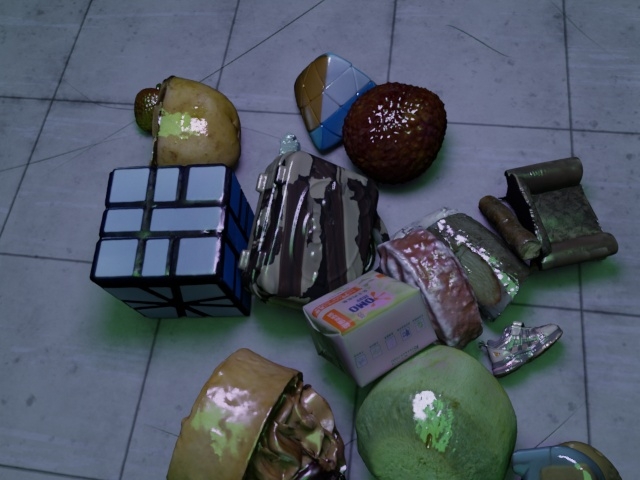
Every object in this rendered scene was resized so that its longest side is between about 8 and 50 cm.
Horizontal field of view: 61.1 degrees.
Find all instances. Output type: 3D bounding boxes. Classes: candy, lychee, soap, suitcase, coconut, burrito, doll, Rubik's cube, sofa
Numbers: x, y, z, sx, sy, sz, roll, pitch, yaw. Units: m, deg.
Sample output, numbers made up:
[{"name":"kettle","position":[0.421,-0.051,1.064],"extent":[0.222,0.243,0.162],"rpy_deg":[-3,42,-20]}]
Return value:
[{"name":"candy","position":[0.241,0.112,1.186],"extent":[0.157,0.214,0.290],"rpy_deg":[-29,92,-9]},{"name":"lychee","position":[-0.469,-0.376,1.525],"extent":[0.114,0.114,0.147],"rpy_deg":[18,83,12]},{"name":"lychee","position":[0.186,-0.271,1.356],"extent":[0.260,0.261,0.261],"rpy_deg":[-2,67,4]},{"name":"soap","position":[0.096,0.170,1.093],"extent":[0.199,0.182,0.139],"rpy_deg":[-26,110,-20]},{"name":"suitcase","position":[0.000,0.000,1.251],"extent":[0.339,0.194,0.352],"rpy_deg":[17,78,-27]},{"name":"coconut","position":[0.229,0.361,1.066],"extent":[0.328,0.328,0.282],"rpy_deg":[7,110,8]},{"name":"burrito","position":[0.252,-0.027,1.338],"extent":[0.203,0.064,0.064],"rpy_deg":[-26,67,-5]},{"name":"doll","position":[0.471,0.466,1.009],"extent":[0.161,0.260,0.177],"rpy_deg":[-19,61,29]},{"name":"Rubik's cube","position":[-0.319,0.012,1.253],"extent":[0.293,0.288,0.284],"rpy_deg":[-5,67,6]},{"name":"Rubik's cube","position":[0.061,-0.408,1.435],"extent":[0.254,0.254,0.255],"rpy_deg":[-2,67,4]},{"name":"sofa","position":[0.555,-0.062,1.260],"extent":[0.199,0.182,0.259],"rpy_deg":[-11,66,0]}]

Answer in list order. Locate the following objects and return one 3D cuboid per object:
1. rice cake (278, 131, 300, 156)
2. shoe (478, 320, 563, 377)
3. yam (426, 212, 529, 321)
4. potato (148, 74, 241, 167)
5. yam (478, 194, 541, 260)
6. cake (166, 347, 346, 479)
[{"name":"rice cake","position":[-0.088,-0.125,1.406],"extent":[0.062,0.066,0.337],"rpy_deg":[4,67,2]},{"name":"shoe","position":[0.441,0.226,1.202],"extent":[0.180,0.089,0.092],"rpy_deg":[-32,65,0]},{"name":"yam","position":[0.364,0.049,1.253],"extent":[0.154,0.154,0.254],"rpy_deg":[-37,64,-11]},{"name":"potato","position":[-0.316,-0.283,1.425],"extent":[0.242,0.243,0.286],"rpy_deg":[1,60,6]},{"name":"yam","position":[0.431,-0.038,1.251],"extent":[0.061,0.061,0.253],"rpy_deg":[-11,28,0]},{"name":"cake","position":[-0.080,0.408,1.042],"extent":[0.320,0.332,0.333],"rpy_deg":[21,70,12]}]
